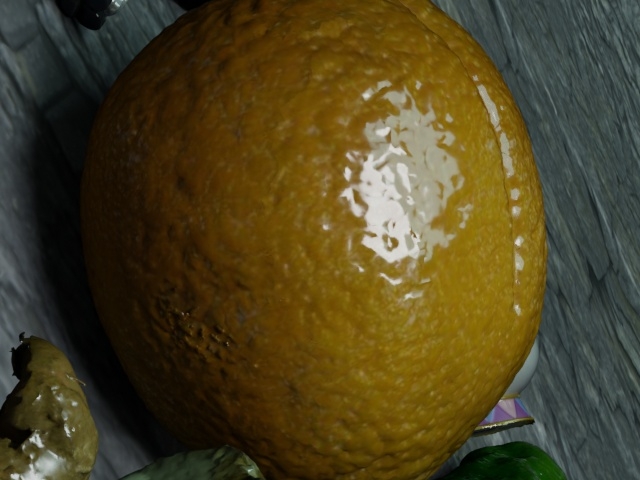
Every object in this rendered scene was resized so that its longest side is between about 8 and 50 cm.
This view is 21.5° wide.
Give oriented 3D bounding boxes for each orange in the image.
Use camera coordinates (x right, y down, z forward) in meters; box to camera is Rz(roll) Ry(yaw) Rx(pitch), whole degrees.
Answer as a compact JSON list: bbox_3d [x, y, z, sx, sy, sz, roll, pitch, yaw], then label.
[{"bbox_3d":[0.000,0.000,1.151,0.322,0.322,0.357,-30,107,-60],"label":"orange"}]

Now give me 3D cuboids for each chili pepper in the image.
[{"bbox_3d":[0.140,0.236,1.450,0.270,0.136,0.099,-9,84,-66],"label":"chili pepper"}]

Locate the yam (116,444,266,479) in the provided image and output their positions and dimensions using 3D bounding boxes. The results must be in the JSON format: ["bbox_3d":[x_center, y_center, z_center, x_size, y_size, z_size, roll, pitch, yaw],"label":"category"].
[{"bbox_3d":[-0.052,0.295,1.014,0.300,0.195,0.195,62,31,-15],"label":"yam"}]

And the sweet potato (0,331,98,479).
[{"bbox_3d":[-0.193,0.180,0.912,0.310,0.124,0.098,-87,158,-48],"label":"sweet potato"}]

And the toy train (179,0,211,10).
[{"bbox_3d":[-0.063,-0.232,1.399,0.219,0.089,0.127,40,52,-44],"label":"toy train"}]

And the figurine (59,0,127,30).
[{"bbox_3d":[-0.158,-0.220,1.260,0.079,0.077,0.136,35,51,3],"label":"figurine"}]

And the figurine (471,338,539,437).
[{"bbox_3d":[0.110,0.044,1.492,0.189,0.142,0.263,87,-9,-78],"label":"figurine"}]
